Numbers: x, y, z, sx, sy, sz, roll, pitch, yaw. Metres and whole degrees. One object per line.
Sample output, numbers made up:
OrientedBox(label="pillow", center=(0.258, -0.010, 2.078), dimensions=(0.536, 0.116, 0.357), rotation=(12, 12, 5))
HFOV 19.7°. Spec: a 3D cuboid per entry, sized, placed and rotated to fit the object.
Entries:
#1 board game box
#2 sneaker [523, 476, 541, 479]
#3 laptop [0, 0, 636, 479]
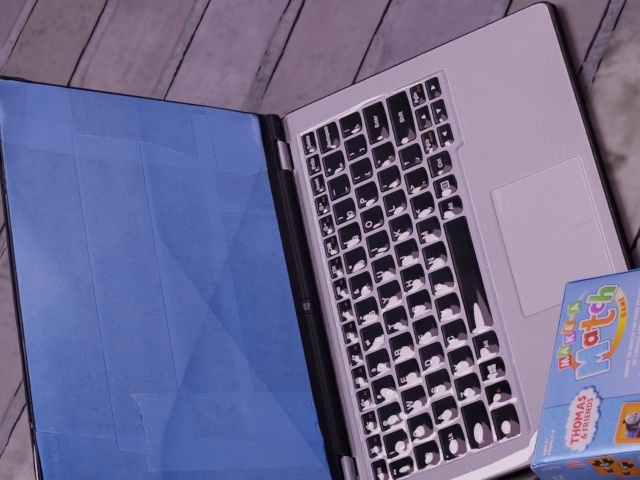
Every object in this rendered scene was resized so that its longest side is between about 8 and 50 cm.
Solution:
OrientedBox(label="board game box", center=(0.254, 0.083, 1.251), dimensions=(0.211, 0.039, 0.160), rotation=(-12, 47, 34))
OrientedBox(label="sneaker", center=(0.201, 0.222, 1.274), dimensions=(0.271, 0.100, 0.108), rotation=(0, 103, 39))
OrientedBox(label="laptop", center=(0.000, 0.000, 1.399), dimensions=(0.408, 0.236, 0.382), rotation=(-23, 60, 19))
